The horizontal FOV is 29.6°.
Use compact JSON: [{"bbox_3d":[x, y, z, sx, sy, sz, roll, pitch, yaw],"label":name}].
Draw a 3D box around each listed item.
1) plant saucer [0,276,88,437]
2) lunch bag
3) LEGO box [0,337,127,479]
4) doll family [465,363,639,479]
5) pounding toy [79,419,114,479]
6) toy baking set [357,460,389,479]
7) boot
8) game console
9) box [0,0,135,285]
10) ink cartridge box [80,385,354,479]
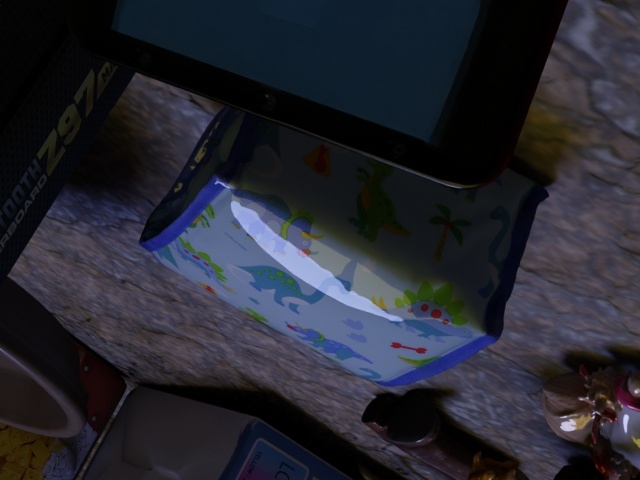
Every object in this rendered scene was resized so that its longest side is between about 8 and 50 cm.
[{"bbox_3d":[-0.246,0.026,0.664,0.278,0.041,0.278,22,158,9],"label":"plant saucer"},{"bbox_3d":[0.000,0.000,0.514,0.129,0.096,0.151,31,149,-10],"label":"lunch bag"},{"bbox_3d":[-0.497,0.093,1.184,0.500,0.193,0.372,6,150,43],"label":"LEGO box"},{"bbox_3d":[0.162,0.167,0.670,0.163,0.118,0.263,19,157,21],"label":"doll family"},{"bbox_3d":[-0.183,0.293,1.405,0.181,0.094,0.206,27,159,1],"label":"pounding toy"},{"bbox_3d":[0.133,0.269,0.973,0.197,0.030,0.256,36,-172,-41],"label":"toy baking set"},{"bbox_3d":[0.093,0.146,0.817,0.114,0.037,0.106,36,170,-14],"label":"boot"},{"bbox_3d":[-0.004,-0.096,0.313,0.144,0.085,0.124,21,158,15],"label":"game console"},{"bbox_3d":[-0.192,-0.077,0.443,0.233,0.183,0.059,22,158,15],"label":"box"},{"bbox_3d":[-0.005,0.303,1.123,0.395,0.151,0.270,36,163,-25],"label":"ink cartridge box"}]
